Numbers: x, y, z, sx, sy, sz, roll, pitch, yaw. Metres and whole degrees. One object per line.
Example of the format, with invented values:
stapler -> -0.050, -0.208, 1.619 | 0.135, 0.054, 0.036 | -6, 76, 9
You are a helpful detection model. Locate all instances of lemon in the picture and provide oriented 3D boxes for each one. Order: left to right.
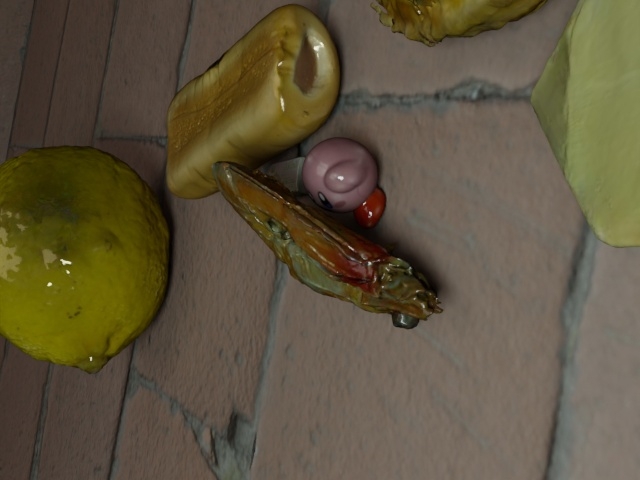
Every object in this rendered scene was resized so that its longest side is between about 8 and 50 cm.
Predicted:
lemon -> -0.330, 0.021, 1.104 | 0.268, 0.268, 0.322 | -47, 40, 42

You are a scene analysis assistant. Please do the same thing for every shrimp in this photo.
shrimp -> -0.001, 0.001, 0.707 | 0.294, 0.154, 0.062 | 25, 73, 47

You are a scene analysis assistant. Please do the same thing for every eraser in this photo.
eraser -> -0.037, -0.064, 0.882 | 0.083, 0.019, 0.038 | -5, 78, 58

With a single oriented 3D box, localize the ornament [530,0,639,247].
ornament -> 0.184, -0.092, 0.500 | 0.180, 0.059, 0.201 | 178, 99, -66

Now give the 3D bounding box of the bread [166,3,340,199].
bread -> -0.081, -0.137, 0.907 | 0.305, 0.091, 0.142 | -20, 71, 55

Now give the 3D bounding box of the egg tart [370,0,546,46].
egg tart -> 0.065, -0.357, 0.574 | 0.443, 0.178, 0.444 | 176, 90, -69

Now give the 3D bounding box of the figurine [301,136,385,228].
figurine -> 0.017, -0.058, 0.741 | 0.083, 0.071, 0.067 | 28, 87, 55
